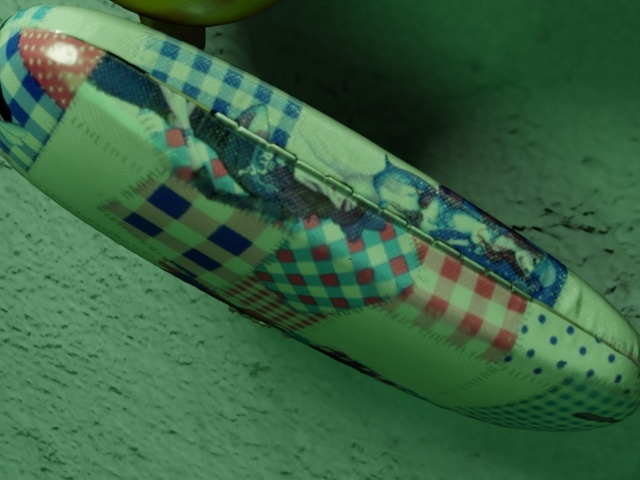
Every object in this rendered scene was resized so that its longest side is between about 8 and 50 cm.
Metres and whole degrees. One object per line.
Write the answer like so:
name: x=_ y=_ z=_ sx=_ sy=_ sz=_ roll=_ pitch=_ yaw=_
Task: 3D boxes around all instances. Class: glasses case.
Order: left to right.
glasses case: x=0.000 y=0.000 z=0.575 sx=0.327 sy=0.076 sz=0.125 roll=29 pitch=160 yaw=-15

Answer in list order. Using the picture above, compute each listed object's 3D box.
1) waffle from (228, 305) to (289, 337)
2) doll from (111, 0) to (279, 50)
waffle: x=-0.026 y=0.009 z=0.676 sx=0.083 sy=0.029 sz=0.075 roll=23 pitch=122 yaw=16
doll: x=-0.009 y=-0.182 z=0.482 sx=0.166 sy=0.162 sz=0.269 roll=37 pitch=142 yaw=-28
